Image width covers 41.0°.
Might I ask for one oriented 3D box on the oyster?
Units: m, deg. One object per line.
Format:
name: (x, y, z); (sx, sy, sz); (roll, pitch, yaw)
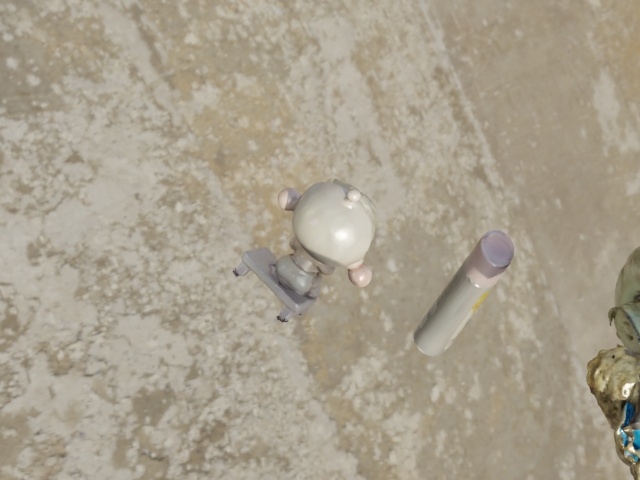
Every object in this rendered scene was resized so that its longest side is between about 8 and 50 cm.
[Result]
oyster: (0.399, 0.232, 1.000); (0.214, 0.083, 0.223); (8, 82, -35)

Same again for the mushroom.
mushroom: (0.755, 0.164, 1.817); (0.352, 0.260, 0.352); (161, -90, -84)

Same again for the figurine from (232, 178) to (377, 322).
figurine: (-0.009, -0.003, 1.332); (0.144, 0.256, 0.182); (4, 42, -42)

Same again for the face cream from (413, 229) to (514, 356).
face cream: (0.260, 0.102, 1.569); (0.073, 0.269, 0.107); (30, 38, 3)
